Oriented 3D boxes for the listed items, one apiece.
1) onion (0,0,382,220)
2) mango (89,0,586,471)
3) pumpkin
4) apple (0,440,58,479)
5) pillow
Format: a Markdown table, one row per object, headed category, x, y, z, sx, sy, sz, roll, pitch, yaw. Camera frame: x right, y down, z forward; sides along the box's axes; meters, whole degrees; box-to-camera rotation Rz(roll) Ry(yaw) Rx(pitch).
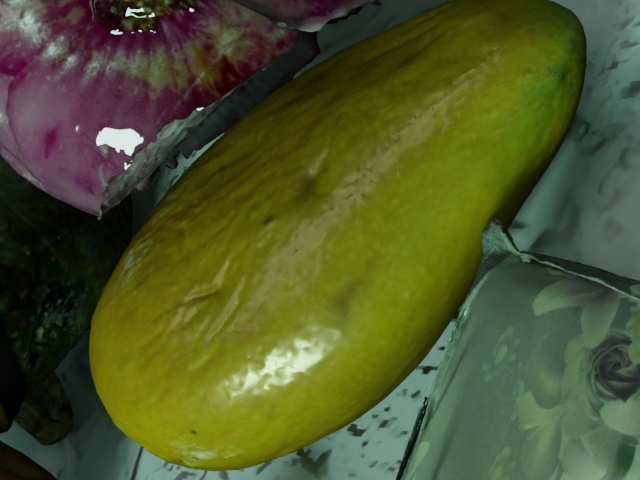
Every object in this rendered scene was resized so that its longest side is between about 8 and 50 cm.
| category | x | y | z | sx | sy | sz | roll | pitch | yaw |
| --- | --- | --- | --- | --- | --- | --- | --- | --- | --- |
| onion | -0.089 | -0.129 | 0.707 | 0.207 | 0.200 | 0.200 | -32 | 42 | 24 |
| mango | 0.000 | 0.000 | 0.675 | 0.317 | 0.119 | 0.176 | -45 | 27 | 23 |
| pumpkin | -0.222 | 0.011 | 0.964 | 0.232 | 0.242 | 0.325 | -47 | 16 | -28 |
| apple | -0.231 | 0.189 | 0.841 | 0.168 | 0.181 | 0.181 | -60 | 31 | 1 |
| pillow | 0.071 | 0.123 | 0.535 | 0.169 | 0.059 | 0.255 | 15 | 80 | 59 |
